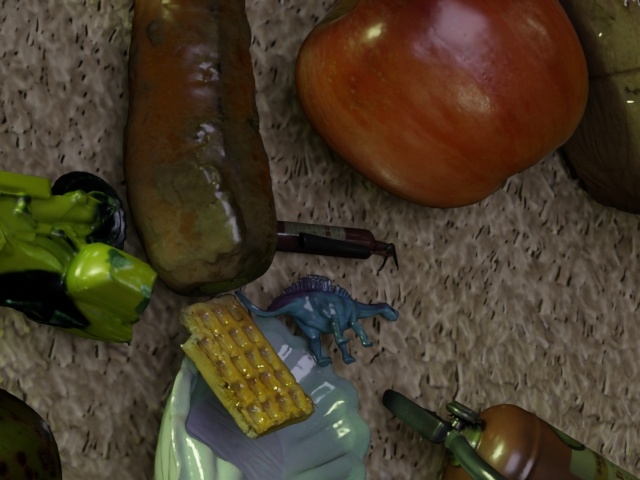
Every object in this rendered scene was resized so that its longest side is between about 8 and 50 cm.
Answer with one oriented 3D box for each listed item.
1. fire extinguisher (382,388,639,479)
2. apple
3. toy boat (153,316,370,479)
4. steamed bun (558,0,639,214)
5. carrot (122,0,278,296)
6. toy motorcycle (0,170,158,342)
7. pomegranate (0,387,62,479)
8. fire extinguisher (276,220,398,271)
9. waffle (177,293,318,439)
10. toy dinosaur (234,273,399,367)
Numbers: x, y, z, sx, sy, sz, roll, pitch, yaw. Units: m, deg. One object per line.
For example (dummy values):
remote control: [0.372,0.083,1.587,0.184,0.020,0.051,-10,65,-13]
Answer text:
fire extinguisher: [0.238,0.241,1.662,0.376,0.200,0.113,31,74,-15]
apple: [0.114,-0.145,1.652,0.241,0.242,0.242,44,71,-9]
toy boat: [-0.068,0.188,1.574,0.199,0.100,0.290,41,33,-6]
steamed bun: [0.330,-0.178,1.720,0.199,0.251,0.301,-25,107,-18]
carrot: [-0.113,-0.100,1.616,0.138,0.139,0.302,0,71,-20]
toy motorcycle: [-0.285,0.022,1.473,0.342,0.142,0.206,12,84,-44]
pomegranate: [-0.308,0.228,1.484,0.202,0.202,0.248,-14,118,-21]
fire extinguisher: [0.000,0.000,1.688,0.173,0.049,0.035,6,70,-20]
waffle: [-0.068,0.106,1.556,0.135,0.021,0.092,52,34,16]
toy dinosaur: [0.004,0.070,1.654,0.197,0.045,0.080,7,48,-41]
